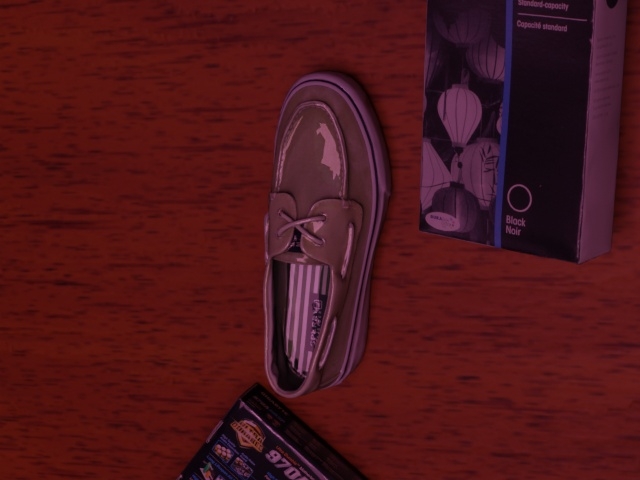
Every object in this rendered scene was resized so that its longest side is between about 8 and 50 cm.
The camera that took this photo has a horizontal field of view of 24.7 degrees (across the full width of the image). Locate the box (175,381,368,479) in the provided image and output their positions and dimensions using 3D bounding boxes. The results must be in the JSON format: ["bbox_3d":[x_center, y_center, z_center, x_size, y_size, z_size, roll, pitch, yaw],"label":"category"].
[{"bbox_3d":[-0.036,0.276,1.439,0.220,0.051,0.175,40,115,9],"label":"box"}]

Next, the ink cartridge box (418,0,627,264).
[{"bbox_3d":[0.167,-0.157,1.213,0.165,0.065,0.332,12,108,38],"label":"ink cartridge box"}]

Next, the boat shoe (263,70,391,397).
[{"bbox_3d":[0.000,0.000,1.326,0.109,0.094,0.302,5,106,21],"label":"boat shoe"}]
